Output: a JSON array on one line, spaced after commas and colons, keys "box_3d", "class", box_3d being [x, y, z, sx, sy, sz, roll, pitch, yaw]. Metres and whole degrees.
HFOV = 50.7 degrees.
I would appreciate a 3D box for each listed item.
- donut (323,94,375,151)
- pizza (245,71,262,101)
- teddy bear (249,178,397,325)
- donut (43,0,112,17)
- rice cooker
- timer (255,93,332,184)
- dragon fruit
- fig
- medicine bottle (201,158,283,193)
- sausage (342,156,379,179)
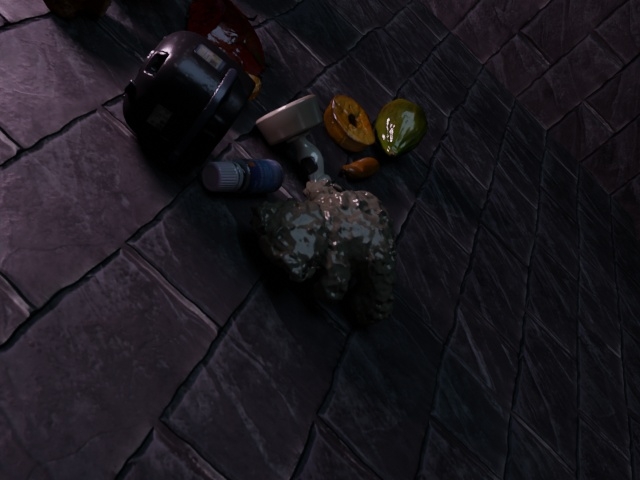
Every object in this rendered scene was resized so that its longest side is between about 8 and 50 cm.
[{"box_3d": [0.084, -0.351, 2.074, 0.174, 0.074, 0.190, -5, 64, -51], "class": "donut"}, {"box_3d": [-0.264, -0.423, 1.775, 0.199, 0.062, 0.188, 45, 41, 9], "class": "pizza"}, {"box_3d": [0.000, 0.000, 1.553, 0.367, 0.224, 0.357, 8, 50, -24], "class": "teddy bear"}, {"box_3d": [-0.545, -0.589, 1.569, 0.144, 0.126, 0.186, 30, 33, -13], "class": "donut"}, {"box_3d": [-0.288, -0.308, 1.462, 0.224, 0.267, 0.267, 35, 36, -17], "class": "rice cooker"}, {"box_3d": [-0.037, -0.228, 1.779, 0.175, 0.175, 0.266, -38, 105, -56], "class": "timer"}, {"box_3d": [-0.250, -0.596, 1.935, 0.282, 0.100, 0.343, 30, 38, -32], "class": "dragon fruit"}, {"box_3d": [0.249, -0.347, 2.195, 0.167, 0.167, 0.233, 33, 72, -21], "class": "fig"}, {"box_3d": [-0.180, -0.148, 1.566, 0.203, 0.083, 0.083, -8, 62, -49], "class": "medicine bottle"}, {"box_3d": [0.120, -0.209, 1.987, 0.062, 0.054, 0.183, 24, 28, 24], "class": "sausage"}]
